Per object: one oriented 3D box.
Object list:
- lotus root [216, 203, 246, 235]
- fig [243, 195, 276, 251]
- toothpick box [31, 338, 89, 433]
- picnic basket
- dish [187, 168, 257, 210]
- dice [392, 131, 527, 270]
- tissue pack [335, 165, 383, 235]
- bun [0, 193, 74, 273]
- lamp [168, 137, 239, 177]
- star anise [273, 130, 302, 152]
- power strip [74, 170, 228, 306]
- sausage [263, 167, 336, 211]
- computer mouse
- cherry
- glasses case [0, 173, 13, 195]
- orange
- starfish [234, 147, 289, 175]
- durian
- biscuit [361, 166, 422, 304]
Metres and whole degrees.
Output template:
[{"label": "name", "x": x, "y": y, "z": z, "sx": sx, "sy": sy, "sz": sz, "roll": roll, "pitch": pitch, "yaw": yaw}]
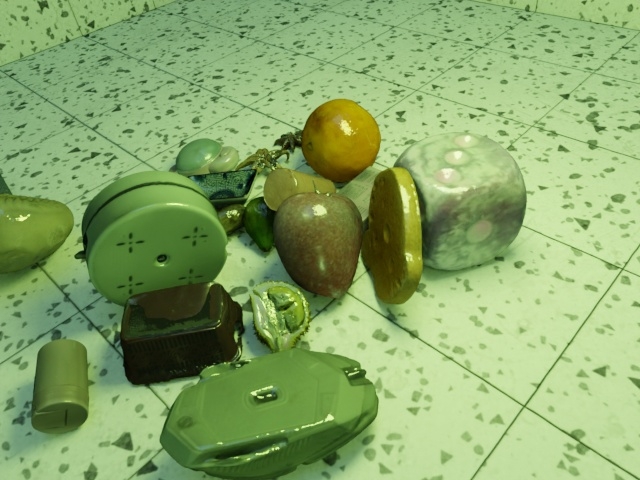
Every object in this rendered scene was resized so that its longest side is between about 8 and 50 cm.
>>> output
[{"label": "lotus root", "x": -0.285, "y": -0.057, "z": 1.511, "sx": 0.179, "sy": 0.089, "sz": 0.081, "roll": -27, "pitch": 85, "yaw": -18}, {"label": "fig", "x": -0.164, "y": -0.041, "z": 1.462, "sx": 0.123, "sy": 0.123, "sz": 0.156, "roll": -1, "pitch": 55, "yaw": 7}, {"label": "toothpick box", "x": -0.573, "y": 0.320, "z": 1.128, "sx": 0.111, "sy": 0.111, "sz": 0.181, "roll": -18, "pitch": 42, "yaw": -11}, {"label": "picnic basket", "x": -0.338, "y": 0.206, "z": 1.206, "sx": 0.296, "sy": 0.129, "sz": 0.223, "roll": -10, "pitch": 44, "yaw": -1}, {"label": "dish", "x": -0.320, "y": -0.143, "z": 1.609, "sx": 0.243, "sy": 0.080, "sz": 0.182, "roll": -4, "pitch": 35, "yaw": 9}, {"label": "dice", "x": 0.351, "y": -0.105, "z": 1.340, "sx": 0.270, "sy": 0.270, "sz": 0.271, "roll": -15, "pitch": 43, "yaw": -10}, {"label": "tissue pack", "x": 0.131, "y": -0.103, "z": 1.500, "sx": 0.148, "sy": 0.093, "sz": 0.246, "roll": 27, "pitch": 53, "yaw": 33}, {"label": "bun", "x": -0.887, "y": -0.018, "z": 1.434, "sx": 0.362, "sy": 0.235, "sz": 0.326, "roll": -9, "pitch": 8, "yaw": -42}, {"label": "lamp", "x": -0.395, "y": -0.283, "z": 1.742, "sx": 0.246, "sy": 0.108, "sz": 0.180, "roll": 3, "pitch": 50, "yaw": 24}, {"label": "star anise", "x": -0.101, "y": -0.362, "z": 1.854, "sx": 0.141, "sy": 0.042, "sz": 0.141, "roll": -5, "pitch": 44, "yaw": 5}, {"label": "power strip", "x": -0.423, "y": 0.002, "z": 1.279, "sx": 0.357, "sy": 0.358, "sz": 0.161, "roll": -21, "pitch": 46, "yaw": -15}, {"label": "sausage", "x": -0.049, "y": -0.133, "z": 1.470, "sx": 0.123, "sy": 0.123, "sz": 0.253, "roll": 23, "pitch": 10, "yaw": 29}, {"label": "computer mouse", "x": -0.095, "y": 0.350, "z": 1.011, "sx": 0.428, "sy": 0.146, "sz": 0.228, "roll": -10, "pitch": 34, "yaw": -20}, {"label": "cherry", "x": 0.000, "y": 0.000, "z": 1.289, "sx": 0.221, "sy": 0.308, "sz": 0.261, "roll": -12, "pitch": -1, "yaw": 27}, {"label": "glasses case", "x": -1.147, "y": -0.171, "z": 1.776, "sx": 0.109, "sy": 0.067, "sz": 0.282, "roll": -30, "pitch": 45, "yaw": -27}, {"label": "orange", "x": 0.063, "y": -0.315, "z": 1.619, "sx": 0.261, "sy": 0.261, "sz": 0.261, "roll": -4, "pitch": 42, "yaw": 4}, {"label": "starfish", "x": -0.202, "y": -0.268, "z": 1.748, "sx": 0.189, "sy": 0.074, "sz": 0.146, "roll": -5, "pitch": 48, "yaw": 6}, {"label": "durian", "x": -0.090, "y": 0.198, "z": 1.213, "sx": 0.146, "sy": 0.102, "sz": 0.208, "roll": -6, "pitch": 65, "yaw": 5}, {"label": "biscuit", "x": 0.177, "y": -0.004, "z": 1.281, "sx": 0.057, "sy": 0.287, "sz": 0.344, "roll": 3, "pitch": 69, "yaw": -16}]
